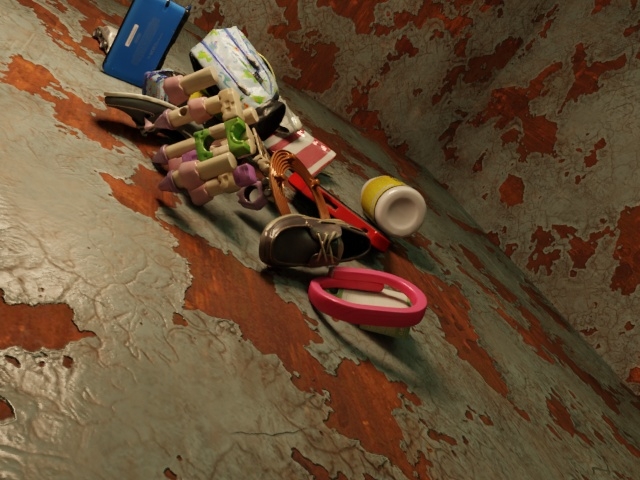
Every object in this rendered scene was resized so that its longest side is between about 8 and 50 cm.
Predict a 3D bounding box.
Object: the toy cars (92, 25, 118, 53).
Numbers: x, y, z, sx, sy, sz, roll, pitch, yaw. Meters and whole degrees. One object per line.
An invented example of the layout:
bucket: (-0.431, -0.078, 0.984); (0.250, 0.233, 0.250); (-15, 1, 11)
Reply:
toy cars: (-0.708, -0.741, 2.054); (0.176, 0.087, 0.393); (33, 20, -8)

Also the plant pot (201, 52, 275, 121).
plant pot: (-0.303, -0.567, 2.142); (0.275, 0.275, 0.293); (34, 4, -6)

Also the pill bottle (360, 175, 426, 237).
pill bottle: (0.259, -0.141, 2.119); (0.188, 0.188, 0.334); (30, 9, -18)

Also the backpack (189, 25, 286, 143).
backpack: (-0.274, -0.527, 1.870); (0.355, 0.273, 0.290); (37, 4, -1)

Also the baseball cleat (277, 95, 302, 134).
baseball cleat: (-0.161, -0.487, 2.165); (0.109, 0.072, 0.206); (-29, 63, -33)

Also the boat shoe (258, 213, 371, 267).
boat shoe: (0.000, 0.000, 1.386); (0.130, 0.132, 0.355); (7, 11, 38)

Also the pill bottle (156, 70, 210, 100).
pill bottle: (-0.462, -0.470, 1.825); (0.184, 0.103, 0.103); (25, 22, -29)

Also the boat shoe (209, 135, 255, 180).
boat shoe: (-0.291, -0.274, 1.651); (0.123, 0.123, 0.342); (37, 26, -3)

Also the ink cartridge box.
ink cartridge box: (0.111, 0.162, 1.423); (0.235, 0.056, 0.171); (13, 19, 3)

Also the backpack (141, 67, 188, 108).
backpack: (-0.469, -0.432, 1.663); (0.117, 0.158, 0.173); (-12, 35, -42)

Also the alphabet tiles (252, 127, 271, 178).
alphabet tiles: (-0.145, -0.197, 1.700); (0.198, 0.009, 0.237); (63, 8, -55)

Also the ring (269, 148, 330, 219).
ring: (-0.038, -0.100, 1.558); (0.336, 0.032, 0.336); (49, 29, -40)

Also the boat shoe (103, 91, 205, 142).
boat shoe: (-0.442, -0.324, 1.518); (0.116, 0.099, 0.319); (15, 4, 33)

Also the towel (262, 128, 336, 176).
towel: (-0.116, -0.374, 2.163); (0.329, 0.037, 0.237); (37, 42, 7)

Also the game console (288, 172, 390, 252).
game console: (0.070, -0.097, 1.887); (0.386, 0.060, 0.342); (38, 5, 2)

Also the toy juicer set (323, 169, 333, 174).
toy juicer set: (-0.089, -0.383, 2.274); (0.329, 0.089, 0.209); (40, 20, 8)

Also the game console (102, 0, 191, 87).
game console: (-0.555, -0.659, 1.817); (0.250, 0.293, 0.173); (13, 29, -48)

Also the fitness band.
fitness band: (0.115, 0.133, 1.349); (0.291, 0.054, 0.209); (6, 21, -18)

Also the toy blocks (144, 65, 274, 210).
toy blocks: (-0.298, -0.216, 1.399); (0.309, 0.260, 0.288); (29, 45, -69)
